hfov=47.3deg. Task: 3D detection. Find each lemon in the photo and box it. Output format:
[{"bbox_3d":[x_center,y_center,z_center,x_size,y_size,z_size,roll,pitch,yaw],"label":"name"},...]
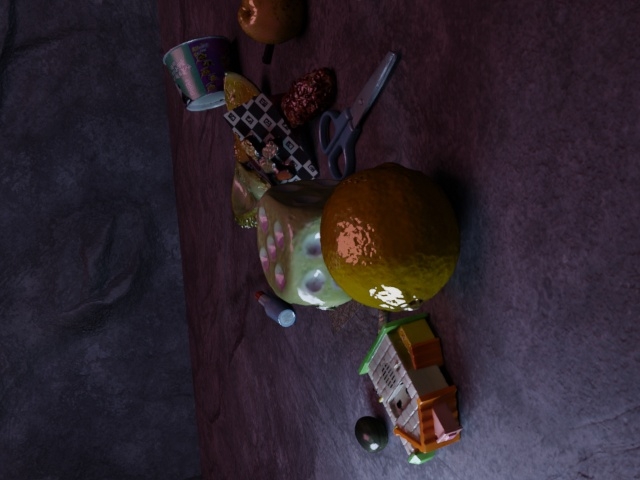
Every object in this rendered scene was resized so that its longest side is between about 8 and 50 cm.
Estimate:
[{"bbox_3d":[0.130,-0.007,1.395,0.293,0.293,0.292,172,90,-68],"label":"lemon"}]

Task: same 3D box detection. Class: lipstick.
[{"bbox_3d":[-0.161,0.218,2.437,0.274,0.061,0.068,-152,55,-63],"label":"lipstick"}]

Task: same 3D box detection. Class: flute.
[{"bbox_3d":[0.146,0.265,1.765,0.027,0.027,0.232,-137,45,-57],"label":"flute"}]

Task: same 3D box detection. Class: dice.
[{"bbox_3d":[0.000,0.000,1.731,0.250,0.252,0.254,-139,44,-59],"label":"dice"}]

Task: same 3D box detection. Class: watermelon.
[{"bbox_3d":[0.125,0.481,1.825,0.111,0.078,0.078,-145,51,-62],"label":"watermelon"},{"bbox_3d":[-0.229,-0.392,2.301,0.123,0.129,0.301,-147,45,-62],"label":"watermelon"}]

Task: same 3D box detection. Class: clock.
[{"bbox_3d":[0.204,0.323,1.559,0.255,0.106,0.219,63,153,28],"label":"clock"}]

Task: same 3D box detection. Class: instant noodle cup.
[{"bbox_3d":[-0.403,-0.569,2.538,0.251,0.251,0.190,-24,84,67],"label":"instant noodle cup"}]

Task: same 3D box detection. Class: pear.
[{"bbox_3d":[-0.135,-0.607,1.954,0.178,0.178,0.177,172,90,-68],"label":"pear"}]

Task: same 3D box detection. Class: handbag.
[{"bbox_3d":[-0.138,-0.314,2.106,0.146,0.136,0.225,59,147,31],"label":"handbag"}]

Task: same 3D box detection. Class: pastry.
[{"bbox_3d":[-0.035,-0.371,1.894,0.208,0.097,0.115,-25,84,65],"label":"pastry"}]

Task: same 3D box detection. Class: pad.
[{"bbox_3d":[0.053,0.146,1.973,0.235,0.003,0.158,123,134,-58],"label":"pad"}]

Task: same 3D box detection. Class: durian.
[{"bbox_3d":[-0.168,-0.136,2.199,0.394,0.163,0.197,-147,54,-65],"label":"durian"}]

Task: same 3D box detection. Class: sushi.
[{"bbox_3d":[-0.147,-0.250,2.012,0.193,0.043,0.279,-18,113,44],"label":"sushi"}]

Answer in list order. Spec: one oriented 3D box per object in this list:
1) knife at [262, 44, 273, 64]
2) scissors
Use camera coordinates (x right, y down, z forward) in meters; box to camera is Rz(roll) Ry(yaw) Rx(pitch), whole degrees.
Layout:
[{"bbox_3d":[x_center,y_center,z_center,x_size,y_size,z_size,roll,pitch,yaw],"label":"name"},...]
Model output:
[{"bbox_3d":[-0.143,-0.635,2.165,0.245,0.019,0.072,112,147,-46],"label":"knife"},{"bbox_3d":[0.087,-0.300,1.704,0.447,0.029,0.192,127,130,-60],"label":"scissors"}]
